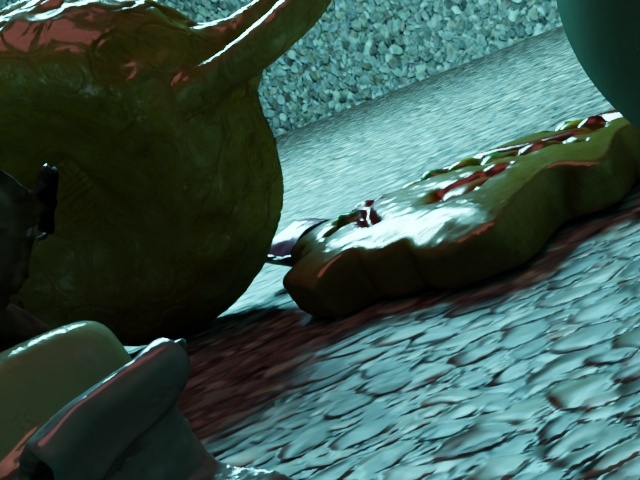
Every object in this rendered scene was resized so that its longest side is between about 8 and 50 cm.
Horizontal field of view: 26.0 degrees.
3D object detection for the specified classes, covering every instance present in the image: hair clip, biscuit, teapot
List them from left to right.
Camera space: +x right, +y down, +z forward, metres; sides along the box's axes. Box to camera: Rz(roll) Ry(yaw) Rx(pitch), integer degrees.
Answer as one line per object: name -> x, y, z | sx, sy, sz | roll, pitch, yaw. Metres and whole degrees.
hair clip -> -0.105, 0.079, 0.426 | 0.159, 0.071, 0.218 | -31, 6, -35
teapot -> -0.103, -0.061, 0.787 | 0.311, 0.203, 0.167 | -37, 13, 35
biscuit -> 0.089, -0.025, 0.684 | 0.238, 0.041, 0.212 | -26, 6, -20

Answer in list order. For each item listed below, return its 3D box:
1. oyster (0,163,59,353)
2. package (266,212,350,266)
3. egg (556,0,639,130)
oyster -> -0.184, 0.041, 0.610 | 0.198, 0.133, 0.337 | -54, -12, -4
package -> 0.000, 0.000, 0.821 | 0.083, 0.029, 0.059 | -28, 14, -40
egg -> 0.175, -0.099, 0.422 | 0.168, 0.168, 0.231 | -28, 13, -37
